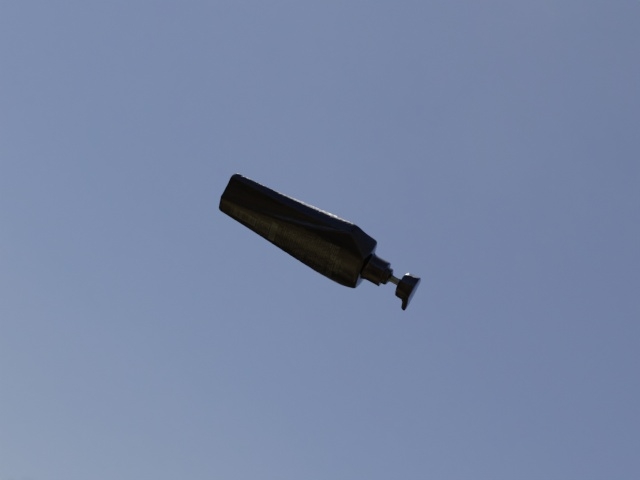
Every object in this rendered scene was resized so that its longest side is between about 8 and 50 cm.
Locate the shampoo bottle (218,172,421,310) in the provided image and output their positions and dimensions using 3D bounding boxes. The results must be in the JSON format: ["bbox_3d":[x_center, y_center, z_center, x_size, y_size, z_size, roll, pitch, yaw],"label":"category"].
[{"bbox_3d":[0.000,0.000,0.981,0.137,0.027,0.048,28,-43,11],"label":"shampoo bottle"}]
